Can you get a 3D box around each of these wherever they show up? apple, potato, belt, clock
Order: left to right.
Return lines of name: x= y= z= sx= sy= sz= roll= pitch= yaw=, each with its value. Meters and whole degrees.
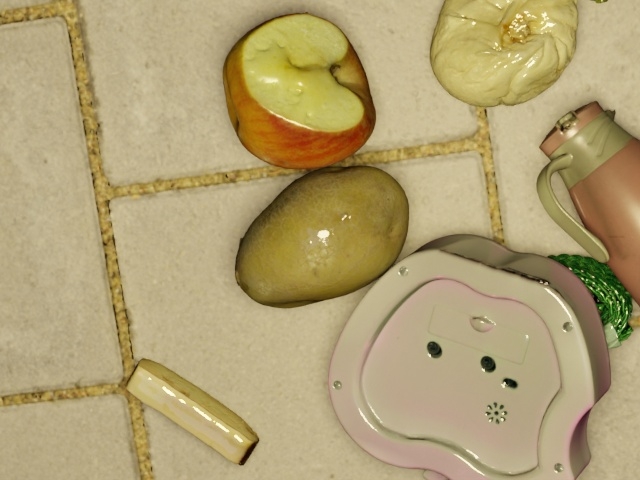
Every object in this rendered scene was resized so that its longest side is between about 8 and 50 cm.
apple: x=-0.026 y=-0.174 z=1.593 sx=0.173 sy=0.160 sz=0.195 roll=-13 pitch=72 yaw=-4
potato: x=0.000 y=0.000 z=1.602 sx=0.235 sy=0.178 sz=0.160 roll=-33 pitch=49 yaw=25
clock: x=0.179 y=0.164 z=1.600 sx=0.339 sy=0.102 sz=0.338 roll=4 pitch=101 yaw=22
belt: x=0.312 y=0.079 z=1.633 sx=0.151 sy=0.079 sz=0.121 roll=7 pitch=105 yaw=19

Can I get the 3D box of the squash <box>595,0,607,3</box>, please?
squash: x=0.311 y=-0.468 z=1.550 sx=0.101 sy=0.101 sz=0.378 roll=-5 pitch=101 yaw=7

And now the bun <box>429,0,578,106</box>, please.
bun: x=0.219 y=-0.243 z=1.583 sx=0.188 sy=0.111 sz=0.164 roll=-17 pitch=92 yaw=12

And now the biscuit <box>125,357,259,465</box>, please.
biscuit: x=-0.166 y=0.221 z=1.713 sx=0.188 sy=0.056 sz=0.052 roll=33 pitch=100 yaw=3

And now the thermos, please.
thermos: x=0.363 y=-0.036 z=1.571 sx=0.176 sy=0.146 sz=0.265 roll=-36 pitch=83 yaw=-33
